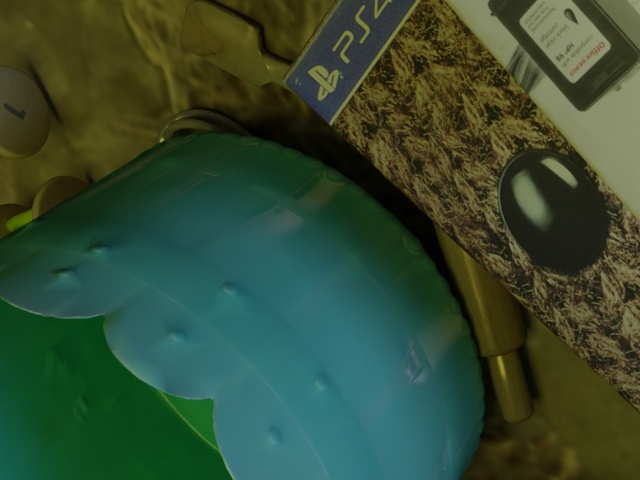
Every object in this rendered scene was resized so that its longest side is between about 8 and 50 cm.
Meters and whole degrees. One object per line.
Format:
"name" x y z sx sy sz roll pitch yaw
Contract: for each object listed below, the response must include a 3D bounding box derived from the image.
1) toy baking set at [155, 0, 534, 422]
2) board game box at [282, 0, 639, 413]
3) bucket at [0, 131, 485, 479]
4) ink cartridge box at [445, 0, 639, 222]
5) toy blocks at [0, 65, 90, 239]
"toy baking set" 0.006 0.001 0.893 0.196 0.030 0.256 0 113 34
"board game box" 0.175 -0.064 0.674 0.291 0.141 0.232 43 129 8
"bucket" -0.067 0.094 0.859 0.281 0.183 0.281 20 131 25
"ink cartridge box" 0.104 -0.077 0.553 0.180 0.104 0.060 49 129 3
"toy blocks" -0.203 -0.022 1.008 0.148 0.054 0.123 -18 104 40
